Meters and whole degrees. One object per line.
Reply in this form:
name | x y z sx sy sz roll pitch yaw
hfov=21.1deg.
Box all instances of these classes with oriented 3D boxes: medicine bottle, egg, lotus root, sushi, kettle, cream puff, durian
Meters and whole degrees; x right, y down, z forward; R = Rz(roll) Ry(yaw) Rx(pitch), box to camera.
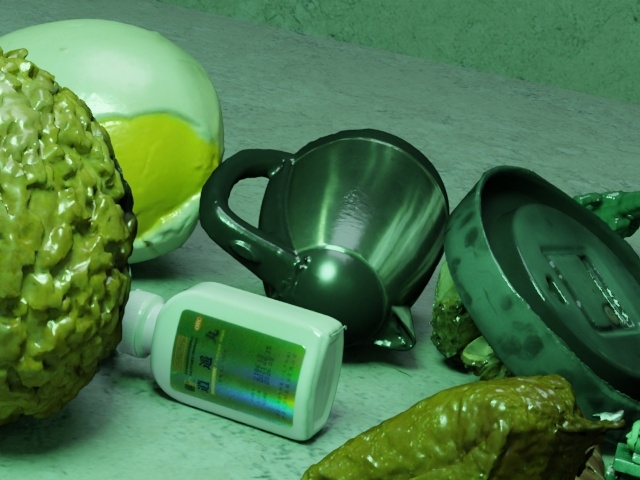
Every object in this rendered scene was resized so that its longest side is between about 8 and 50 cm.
medicine bottle | -0.090 0.104 1.624 0.219 0.115 0.078 16 19 19
egg | -0.280 -0.111 1.938 0.345 0.283 0.283 4 17 -3
lotus root | 0.163 0.072 1.872 0.070 0.143 0.144 7 24 39
sushi | 0.102 0.202 1.353 0.140 0.287 0.149 13 49 -57
kettle | 0.017 0.002 1.851 0.207 0.251 0.271 -19 21 18
cream puff | -0.276 -0.007 1.499 0.231 0.327 0.343 -2 48 -8
durian | 0.200 0.128 1.797 0.110 0.071 0.140 8 30 2

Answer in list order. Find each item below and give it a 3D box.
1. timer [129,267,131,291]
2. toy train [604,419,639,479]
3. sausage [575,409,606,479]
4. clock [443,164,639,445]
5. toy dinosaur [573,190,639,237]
timer | -0.251 0.059 1.714 0.136 0.099 0.136 -2 -6 0
toy train | 0.342 0.212 1.543 0.170 0.111 0.071 14 13 12
sausage | 0.209 0.235 1.439 0.088 0.088 0.433 10 16 -1
clock | 0.261 0.065 1.764 0.325 0.067 0.325 34 30 -23
toy dinosaur | 0.369 -0.029 2.254 0.120 0.079 0.292 -9 -9 -8
